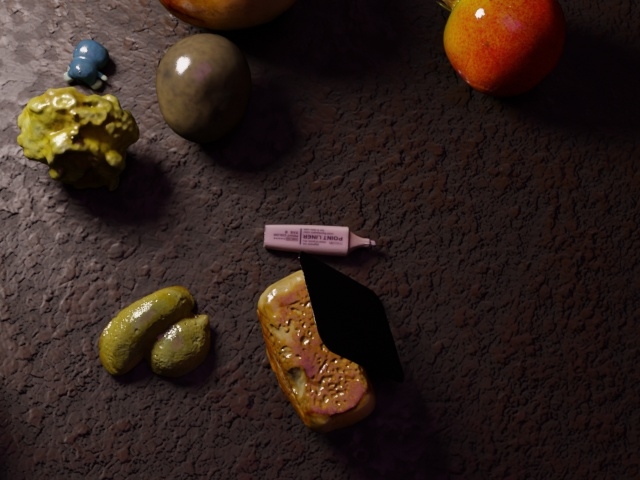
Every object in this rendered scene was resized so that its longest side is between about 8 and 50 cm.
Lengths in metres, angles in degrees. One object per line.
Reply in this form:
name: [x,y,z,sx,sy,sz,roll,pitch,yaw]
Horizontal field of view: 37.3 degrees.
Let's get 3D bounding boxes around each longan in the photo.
longan: [-0.202,-0.262,1.634,0.168,0.167,0.187,5,84,-6]

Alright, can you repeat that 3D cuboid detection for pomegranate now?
pomegranate: [0.319,-0.385,1.715,0.257,0.221,0.221,43,74,13]
pomegranate: [-0.154,-0.509,1.648,0.319,0.319,0.319,2,75,-7]

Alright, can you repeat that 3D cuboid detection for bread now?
bread: [-0.271,0.164,1.564,0.188,0.065,0.149,-31,86,-16]

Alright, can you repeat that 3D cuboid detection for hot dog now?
hot dog: [-0.007,0.183,1.541,0.150,0.153,0.256,-22,79,-7]

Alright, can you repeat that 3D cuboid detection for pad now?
pad: [0.053,0.126,1.519,0.004,0.267,0.181,-29,56,22]

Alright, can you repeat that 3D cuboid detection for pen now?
pen: [0.000,0.000,1.657,0.197,0.032,0.053,3,74,-5]

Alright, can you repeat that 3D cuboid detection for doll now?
doll: [-0.409,-0.314,1.683,0.076,0.050,0.083,18,72,-7]

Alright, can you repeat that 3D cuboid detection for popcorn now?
popcorn: [-0.406,-0.170,1.578,0.198,0.197,0.155,14,75,-3]
